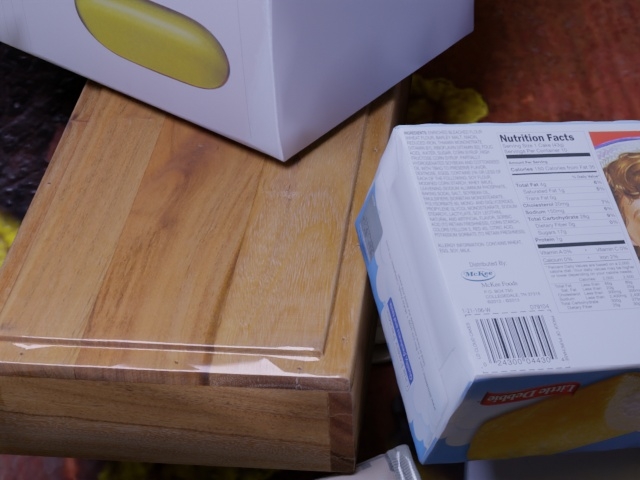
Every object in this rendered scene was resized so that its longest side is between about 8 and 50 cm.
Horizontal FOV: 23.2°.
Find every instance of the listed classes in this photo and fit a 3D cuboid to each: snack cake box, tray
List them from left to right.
[{"bbox_3d":[-0.058,-0.034,0.953,0.203,0.076,0.411,2,36,7],"label":"tray"},{"bbox_3d":[0.166,0.021,0.811,0.264,0.089,0.152,-2,54,-18],"label":"snack cake box"}]

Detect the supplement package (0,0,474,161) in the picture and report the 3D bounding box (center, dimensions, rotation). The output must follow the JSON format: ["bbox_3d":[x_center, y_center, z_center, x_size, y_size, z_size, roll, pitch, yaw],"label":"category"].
[{"bbox_3d":[-0.064,-0.213,0.964,0.262,0.199,0.198,24,44,32],"label":"supplement package"}]

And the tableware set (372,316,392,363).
[{"bbox_3d":[0.000,0.000,1.028,0.128,0.039,0.194,-37,61,-17],"label":"tableware set"}]

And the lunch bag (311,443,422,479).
[{"bbox_3d":[-0.005,0.284,0.775,0.235,0.169,0.287,-19,53,-7],"label":"lunch bag"}]

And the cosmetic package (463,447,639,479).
[{"bbox_3d":[0.276,0.080,0.916,0.377,0.097,0.284,3,56,7],"label":"cosmetic package"}]
